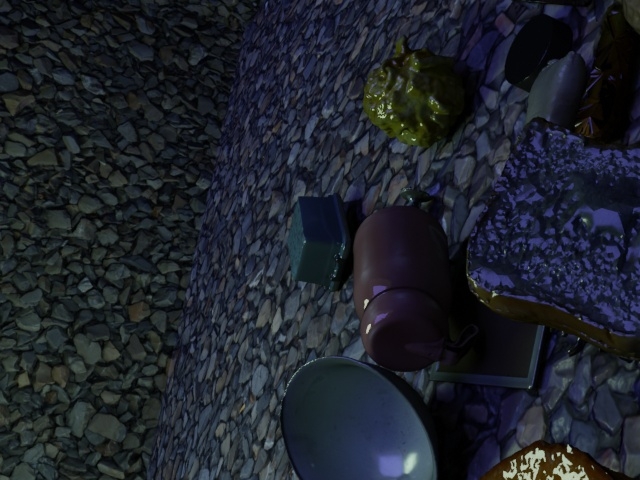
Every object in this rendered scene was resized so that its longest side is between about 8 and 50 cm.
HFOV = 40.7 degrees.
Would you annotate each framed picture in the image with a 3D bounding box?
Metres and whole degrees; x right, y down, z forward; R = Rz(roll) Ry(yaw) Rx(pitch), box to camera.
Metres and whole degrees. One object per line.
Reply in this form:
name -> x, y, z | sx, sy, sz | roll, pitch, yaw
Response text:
framed picture -> 0.281, 0.124, 1.396 | 0.293, 0.018, 0.231 | -13, 60, 66

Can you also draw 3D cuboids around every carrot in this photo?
carrot -> 0.433, -0.250, 1.288 | 0.069, 0.069, 0.228 | -7, 64, 67

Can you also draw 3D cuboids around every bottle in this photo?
bottle -> 0.156, 0.086, 1.464 | 0.296, 0.207, 0.173 | -85, 10, -56

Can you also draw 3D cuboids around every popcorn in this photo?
popcorn -> 0.195, -0.308, 1.768 | 0.235, 0.181, 0.216 | 5, 74, 62

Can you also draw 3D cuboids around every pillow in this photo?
pillow -> 0.364, -0.194, 1.352 | 0.134, 0.078, 0.181 | 86, -160, -83

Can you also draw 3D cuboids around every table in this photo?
table -> 0.381, -0.328, 1.514 | 0.133, 0.043, 0.133 | -52, 27, 41

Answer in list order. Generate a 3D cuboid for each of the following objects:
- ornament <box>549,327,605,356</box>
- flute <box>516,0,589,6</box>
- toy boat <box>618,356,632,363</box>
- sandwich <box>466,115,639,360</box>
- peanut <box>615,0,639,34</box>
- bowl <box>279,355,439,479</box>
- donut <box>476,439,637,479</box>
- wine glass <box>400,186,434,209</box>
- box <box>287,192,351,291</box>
ornament -> 0.371, 0.037, 1.141 | 0.202, 0.080, 0.236 | -17, 57, 31
flute -> 0.414, -0.439, 1.573 | 0.014, 0.014, 0.269 | -67, 21, 10
toy boat -> 0.408, 0.088, 1.064 | 0.066, 0.059, 0.140 | 24, 92, 41
sandwich -> 0.338, -0.009, 1.065 | 0.301, 0.099, 0.271 | 18, 75, 43
peanut -> 0.474, -0.354, 1.193 | 0.298, 0.136, 0.120 | -102, -3, -46
bowl -> 0.094, 0.321, 1.457 | 0.314, 0.146, 0.313 | 11, 109, 34
donut -> 0.260, 0.444, 0.969 | 0.378, 0.164, 0.434 | 11, 84, 71
wine glass -> 0.179, -0.024, 1.715 | 0.072, 0.072, 0.155 | -28, 47, 61
box -> 0.000, 0.000, 2.054 | 0.227, 0.130, 0.162 | -101, 22, -52
